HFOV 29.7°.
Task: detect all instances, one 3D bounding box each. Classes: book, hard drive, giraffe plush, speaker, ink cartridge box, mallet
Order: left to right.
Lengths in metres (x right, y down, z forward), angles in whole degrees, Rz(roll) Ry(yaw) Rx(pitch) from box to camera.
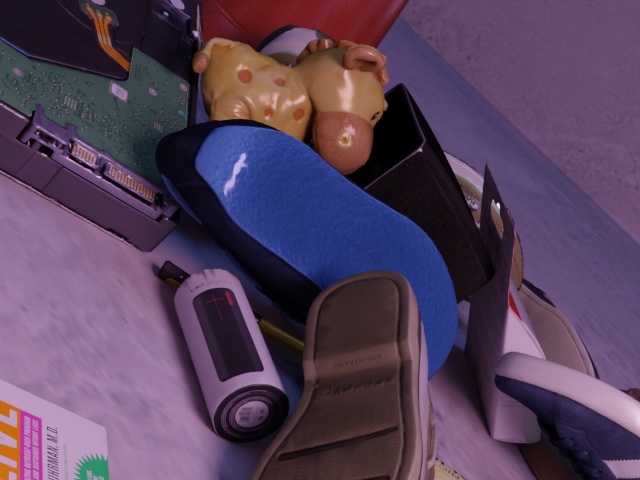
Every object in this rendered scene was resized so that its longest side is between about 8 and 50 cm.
[{"bbox_3d":[-0.173,0.112,0.614,0.144,0.035,0.096,31,23,-32],"label":"book"},{"bbox_3d":[-0.215,-0.165,1.033,0.237,0.064,0.339,31,32,-27],"label":"hard drive"},{"bbox_3d":[-0.066,0.080,0.867,0.055,0.055,0.136,28,21,-34],"label":"speaker"},{"bbox_3d":[-0.040,0.066,0.950,0.189,0.062,0.039,33,61,-12],"label":"mallet"},{"bbox_3d":[-0.019,-0.115,1.102,0.170,0.210,0.181,-5,15,1],"label":"giraffe plush"},{"bbox_3d":[0.189,0.058,1.196,0.056,0.225,0.181,3,24,-4],"label":"ink cartridge box"}]

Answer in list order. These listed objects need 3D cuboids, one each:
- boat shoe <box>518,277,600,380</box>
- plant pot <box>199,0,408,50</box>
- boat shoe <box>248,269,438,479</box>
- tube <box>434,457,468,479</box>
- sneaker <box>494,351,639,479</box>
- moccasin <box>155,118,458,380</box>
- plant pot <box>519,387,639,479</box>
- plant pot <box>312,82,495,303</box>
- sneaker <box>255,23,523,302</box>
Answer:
[{"bbox_3d":[0.269,0.117,1.420,0.079,0.084,0.233,27,19,-35],"label":"boat shoe"},{"bbox_3d":[-0.016,-0.318,1.593,0.272,0.265,0.272,36,17,-13],"label":"plant pot"},{"bbox_3d":[0.029,0.148,0.779,0.302,0.113,0.103,-70,145,-51],"label":"boat shoe"},{"bbox_3d":[0.084,0.195,0.894,0.240,0.062,0.070,36,-13,5],"label":"tube"},{"bbox_3d":[0.282,0.237,1.058,0.350,0.148,0.131,34,-2,5],"label":"sneaker"},{"bbox_3d":[0.000,0.000,0.997,0.117,0.138,0.342,16,-25,45],"label":"moccasin"},{"bbox_3d":[0.321,0.228,1.216,0.237,0.110,0.237,37,17,-13],"label":"plant pot"},{"bbox_3d":[0.065,-0.011,1.175,0.167,0.187,0.188,48,14,-19],"label":"plant pot"},{"bbox_3d":[0.045,-0.045,1.353,0.410,0.158,0.182,42,48,-2],"label":"sneaker"}]
